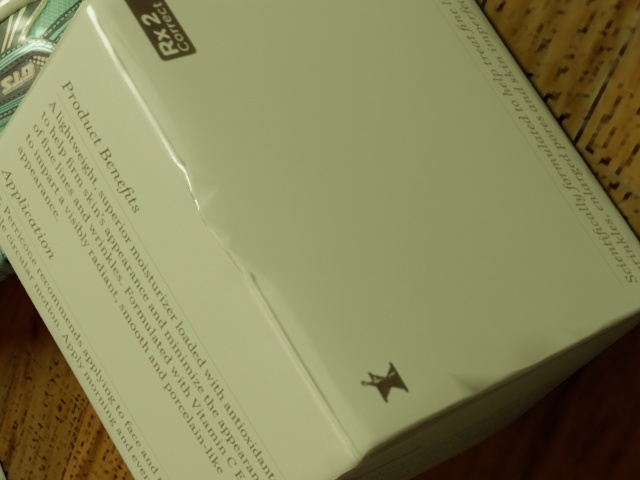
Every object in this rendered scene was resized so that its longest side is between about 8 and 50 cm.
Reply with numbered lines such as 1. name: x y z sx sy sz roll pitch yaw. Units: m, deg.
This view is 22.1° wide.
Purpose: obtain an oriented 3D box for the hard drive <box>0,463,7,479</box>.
1. hard drive: -0.305 0.176 1.073 0.318 0.040 0.210 -24 87 46

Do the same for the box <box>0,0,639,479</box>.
1. box: 0.000 0.000 0.613 0.181 0.182 0.119 58 137 13

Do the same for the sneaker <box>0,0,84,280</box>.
1. sneaker: -0.174 -0.017 0.832 0.122 0.110 0.283 48 132 17
